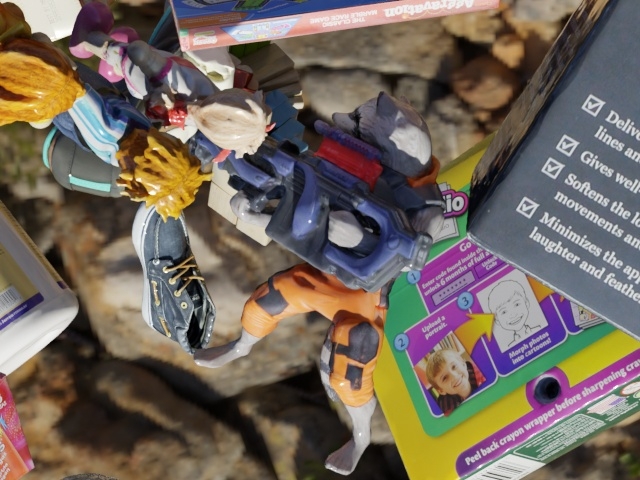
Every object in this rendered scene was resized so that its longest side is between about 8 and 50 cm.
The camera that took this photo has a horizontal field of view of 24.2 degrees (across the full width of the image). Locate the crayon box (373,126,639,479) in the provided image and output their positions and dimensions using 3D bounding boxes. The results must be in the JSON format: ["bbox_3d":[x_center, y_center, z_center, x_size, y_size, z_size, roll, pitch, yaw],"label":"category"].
[{"bbox_3d":[0.210,0.055,1.544,0.363,0.106,0.313,-34,59,23],"label":"crayon box"}]

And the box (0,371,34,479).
[{"bbox_3d":[-0.449,0.195,1.618,0.257,0.122,0.128,13,125,37],"label":"box"}]

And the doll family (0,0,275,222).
[{"bbox_3d":[-0.130,-0.081,0.746,0.163,0.263,0.118,34,86,38],"label":"doll family"}]

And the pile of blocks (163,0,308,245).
[{"bbox_3d":[-0.078,-0.172,1.684,0.112,0.149,0.362,105,152,-52],"label":"pile of blocks"}]

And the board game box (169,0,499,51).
[{"bbox_3d":[0.004,-0.238,1.321,0.145,0.281,0.027,-107,12,-45],"label":"board game box"}]

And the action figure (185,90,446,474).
[{"bbox_3d":[0.000,0.000,1.416,0.341,0.178,0.330,42,115,40],"label":"action figure"}]

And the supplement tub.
[{"bbox_3d":[-0.534,0.041,2.137,0.241,0.241,0.331,-40,87,35],"label":"supplement tub"}]

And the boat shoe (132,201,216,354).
[{"bbox_3d":[-0.153,0.036,1.629,0.083,0.065,0.183,33,137,37],"label":"boat shoe"}]

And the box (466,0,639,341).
[{"bbox_3d":[0.326,-0.112,1.043,0.293,0.212,0.395,31,105,-2],"label":"box"}]

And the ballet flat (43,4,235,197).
[{"bbox_3d":[-0.141,-0.135,1.388,0.096,0.280,0.095,26,148,17],"label":"ballet flat"}]

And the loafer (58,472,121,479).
[{"bbox_3d":[-0.124,0.304,0.932,0.111,0.112,0.319,172,92,-66],"label":"loafer"}]

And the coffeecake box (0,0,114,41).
[{"bbox_3d":[-0.213,-0.222,1.089,0.068,0.185,0.142,-20,106,5],"label":"coffeecake box"}]
